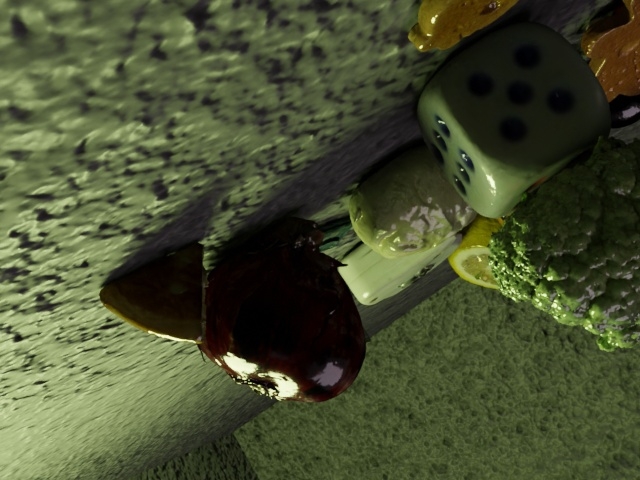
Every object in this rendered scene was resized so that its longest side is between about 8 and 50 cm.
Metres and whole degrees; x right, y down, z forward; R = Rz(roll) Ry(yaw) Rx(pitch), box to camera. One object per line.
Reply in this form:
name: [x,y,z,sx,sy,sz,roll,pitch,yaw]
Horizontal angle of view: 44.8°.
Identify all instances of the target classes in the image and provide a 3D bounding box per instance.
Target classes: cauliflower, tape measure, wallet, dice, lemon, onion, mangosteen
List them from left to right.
onion: [-0.055,0.126,1.177,0.281,0.281,0.221,-32,170,-3]
wallet: [0.000,0.000,1.368,0.129,0.026,0.088,-20,161,-41]
tape measure: [0.184,0.027,1.665,0.258,0.130,0.265,-40,165,19]
lemon: [0.413,-0.022,1.791,0.240,0.240,0.219,120,-11,-62]
dice: [0.253,-0.156,1.034,0.192,0.194,0.193,-33,168,-3]
cauliflower: [0.335,-0.008,0.982,0.250,0.275,0.272,10,-114,56]
mangosteen: [0.535,-0.277,1.395,0.137,0.137,0.151,-33,151,2]

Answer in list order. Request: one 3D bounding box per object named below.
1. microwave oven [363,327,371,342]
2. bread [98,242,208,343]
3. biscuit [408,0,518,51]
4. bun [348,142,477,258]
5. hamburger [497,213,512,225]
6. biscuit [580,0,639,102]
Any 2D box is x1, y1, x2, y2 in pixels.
microwave oven: [-0.009,0.246,1.919,0.205,0.163,0.129,-38,166,18]
bread: [-0.189,0.084,1.014,0.154,0.136,0.054,-31,149,-19]
biscuit: [0.176,-0.279,0.766,0.184,0.035,0.249,-26,166,-23]
bun: [0.166,-0.060,1.276,0.244,0.153,0.244,-32,162,-11]
hamburger: [0.400,-0.123,1.408,0.244,0.244,0.163,-35,156,11]
biscuit: [0.491,-0.324,1.198,0.205,0.049,0.324,-21,154,-4]
